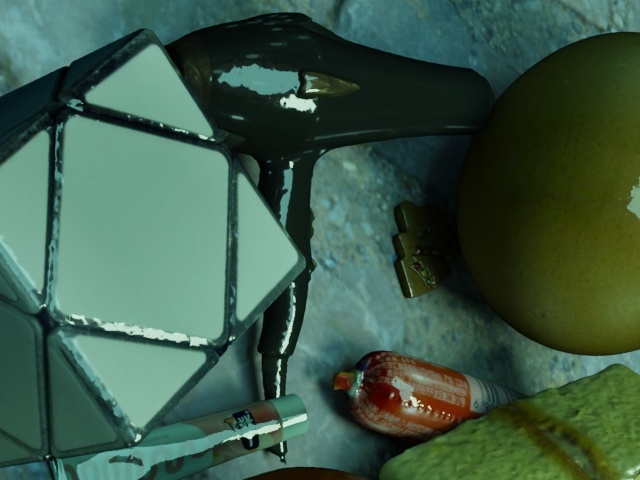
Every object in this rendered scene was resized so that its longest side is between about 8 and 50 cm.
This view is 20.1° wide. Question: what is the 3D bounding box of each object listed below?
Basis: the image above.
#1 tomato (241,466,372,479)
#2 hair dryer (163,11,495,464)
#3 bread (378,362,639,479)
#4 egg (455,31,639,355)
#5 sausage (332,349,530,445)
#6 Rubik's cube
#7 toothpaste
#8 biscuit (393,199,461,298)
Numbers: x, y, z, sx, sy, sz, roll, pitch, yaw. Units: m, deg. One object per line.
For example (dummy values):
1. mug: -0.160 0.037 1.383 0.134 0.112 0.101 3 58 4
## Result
1. tomato: -0.004 0.290 1.270 0.265 0.265 0.265 11 73 -39
2. hair dryer: 0.000 0.000 1.454 0.303 0.120 0.360 4 88 -36
3. bread: 0.185 0.198 1.486 0.266 0.178 0.142 -21 86 -27
4. egg: 0.250 -0.047 1.572 0.250 0.250 0.322 48 44 -22
5. sausage: 0.119 0.150 1.530 0.274 0.074 0.074 21 66 -36
6. Rubik's cube: -0.176 0.012 1.219 0.205 0.205 0.207 -47 112 -38
7. toothpaste: -0.104 0.157 1.348 0.205 0.036 0.056 -15 86 -29
8. biscuit: 0.090 0.009 1.575 0.082 0.016 0.092 38 56 -29
